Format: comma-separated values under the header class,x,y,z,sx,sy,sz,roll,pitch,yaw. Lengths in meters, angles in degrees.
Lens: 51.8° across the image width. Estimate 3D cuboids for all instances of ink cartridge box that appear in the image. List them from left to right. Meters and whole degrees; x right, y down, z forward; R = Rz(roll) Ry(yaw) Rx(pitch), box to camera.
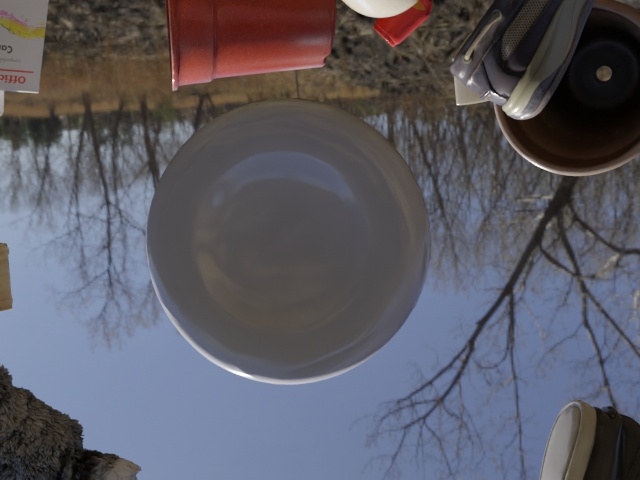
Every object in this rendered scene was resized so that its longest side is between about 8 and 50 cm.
class,x,y,z,sx,sy,sz,roll,pitch,yaw
ink cartridge box,-0.346,-0.216,0.664,0.067,0.198,0.115,24,-160,28

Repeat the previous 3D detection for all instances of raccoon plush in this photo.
class,x,y,z,sx,sy,sz,roll,pitch,yaw
raccoon plush,-0.605,0.369,1.392,0.447,0.299,0.216,-5,-147,13

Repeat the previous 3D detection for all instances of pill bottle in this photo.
class,x,y,z,sx,sy,sz,roll,pitch,yaw
pill bottle,0.000,0.000,0.572,0.188,0.187,0.334,-3,180,9

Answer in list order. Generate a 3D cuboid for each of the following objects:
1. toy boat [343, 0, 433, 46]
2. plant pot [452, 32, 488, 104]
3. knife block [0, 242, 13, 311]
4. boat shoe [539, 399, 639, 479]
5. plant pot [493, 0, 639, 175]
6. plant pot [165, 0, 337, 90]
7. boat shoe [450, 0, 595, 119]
class,x,y,z,sx,sy,sz,roll,pitch,yaw
toy boat,0.068,-0.369,0.822,0.318,0.148,0.267,20,-150,-54
plant pot,0.328,-0.336,1.296,0.096,0.109,0.109,10,-135,30
knife block,-0.515,0.054,0.784,0.276,0.088,0.242,5,-171,42
boat shoe,0.219,0.307,0.564,0.096,0.335,0.112,21,164,7
plant pot,0.442,-0.256,1.067,0.263,0.262,0.229,4,-160,34
plant pot,-0.123,-0.393,1.107,0.265,0.272,0.272,-4,-166,-12
boat shoe,0.232,-0.299,0.656,0.130,0.355,0.132,23,-154,6
